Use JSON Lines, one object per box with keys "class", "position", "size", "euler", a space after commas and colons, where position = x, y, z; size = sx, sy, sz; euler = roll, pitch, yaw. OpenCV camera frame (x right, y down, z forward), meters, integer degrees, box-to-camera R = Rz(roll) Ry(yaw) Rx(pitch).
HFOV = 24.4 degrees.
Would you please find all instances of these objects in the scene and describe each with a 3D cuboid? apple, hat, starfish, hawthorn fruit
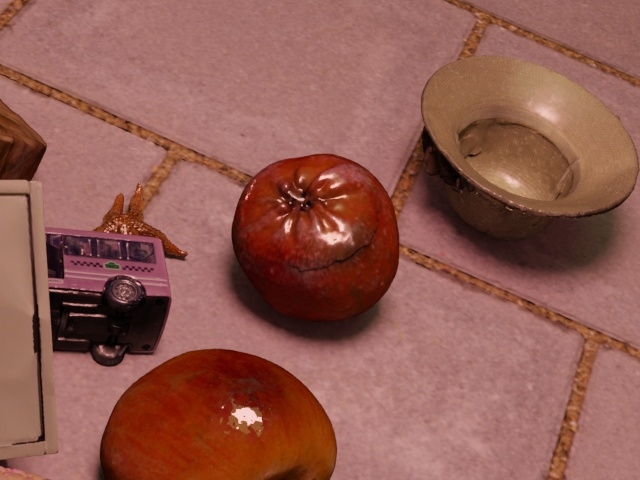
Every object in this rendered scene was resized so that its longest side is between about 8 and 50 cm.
{"class": "apple", "position": [-0.086, 0.175, 1.279], "size": [0.195, 0.160, 0.173], "euler": [-9, 29, -37]}
{"class": "hat", "position": [0.214, -0.076, 1.653], "size": [0.257, 0.130, 0.257], "euler": [11, 43, -11]}
{"class": "starfish", "position": [-0.202, 0.000, 1.476], "size": [0.130, 0.041, 0.133], "euler": [-20, 56, -34]}
{"class": "hawthorn fruit", "position": [0.000, 0.000, 1.475], "size": [0.173, 0.173, 0.173], "euler": [11, 44, -11]}

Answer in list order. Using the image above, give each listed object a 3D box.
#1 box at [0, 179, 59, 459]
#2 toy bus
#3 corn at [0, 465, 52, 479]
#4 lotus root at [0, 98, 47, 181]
{"class": "box", "position": [-0.344, 0.068, 1.187], "size": [0.225, 0.117, 0.225], "euler": [-2, 85, -33]}
{"class": "toy bus", "position": [-0.243, 0.043, 1.375], "size": [0.199, 0.096, 0.108], "euler": [5, 46, -17]}
{"class": "corn", "position": [-0.152, 0.269, 1.170], "size": [0.335, 0.126, 0.126], "euler": [17, 43, -10]}
{"class": "lotus root", "position": [-0.429, -0.143, 1.388], "size": [0.375, 0.111, 0.390], "euler": [22, 12, -33]}
